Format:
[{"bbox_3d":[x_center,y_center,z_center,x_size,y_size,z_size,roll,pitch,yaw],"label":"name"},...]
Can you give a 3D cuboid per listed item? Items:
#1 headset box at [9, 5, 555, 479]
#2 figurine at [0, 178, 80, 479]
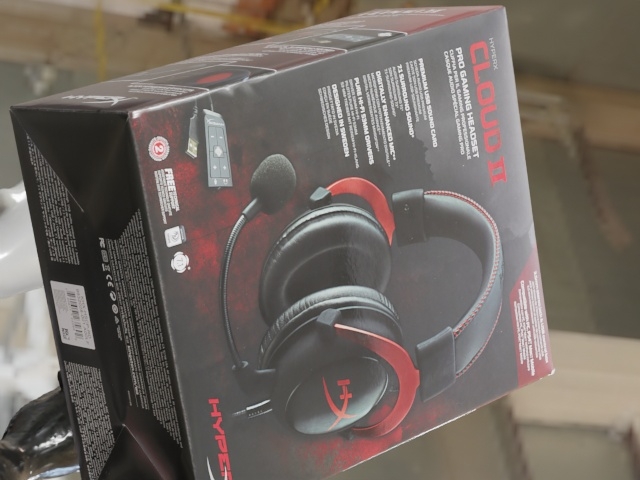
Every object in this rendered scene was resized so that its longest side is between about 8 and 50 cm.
[{"bbox_3d":[0.000,0.000,1.038,0.110,0.293,0.218,6,-71,48],"label":"headset box"},{"bbox_3d":[-0.213,0.076,1.294,0.092,0.209,0.214,-11,-79,35],"label":"figurine"}]
